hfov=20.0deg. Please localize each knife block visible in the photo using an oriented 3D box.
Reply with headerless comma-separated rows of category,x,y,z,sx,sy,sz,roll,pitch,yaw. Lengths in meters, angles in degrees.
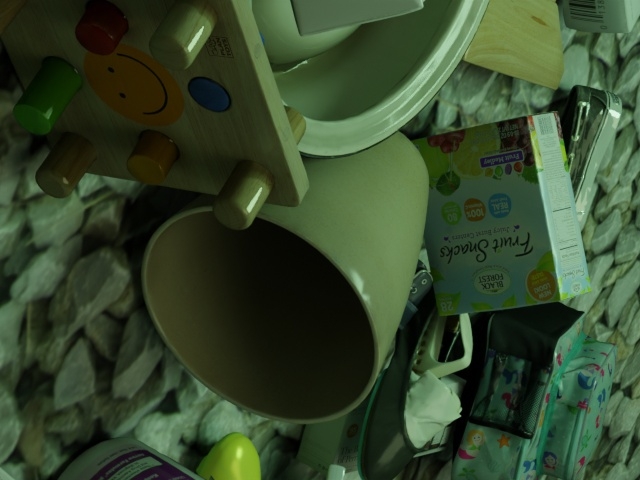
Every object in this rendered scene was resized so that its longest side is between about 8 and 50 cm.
knife block,0.155,-0.230,1.995,0.242,0.088,0.276,-42,139,-28

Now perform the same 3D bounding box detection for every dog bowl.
dog bowl,0.003,-0.291,1.710,0.408,0.150,0.408,-28,130,-39

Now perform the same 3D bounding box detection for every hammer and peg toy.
hammer and peg toy,-0.157,-0.171,1.476,0.127,0.266,0.361,-61,149,-34

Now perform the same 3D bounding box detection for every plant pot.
plant pot,0.000,0.000,1.827,0.274,0.256,0.256,-51,145,-45

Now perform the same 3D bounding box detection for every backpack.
backpack,0.264,0.214,2.311,0.225,0.191,0.253,-29,140,-68

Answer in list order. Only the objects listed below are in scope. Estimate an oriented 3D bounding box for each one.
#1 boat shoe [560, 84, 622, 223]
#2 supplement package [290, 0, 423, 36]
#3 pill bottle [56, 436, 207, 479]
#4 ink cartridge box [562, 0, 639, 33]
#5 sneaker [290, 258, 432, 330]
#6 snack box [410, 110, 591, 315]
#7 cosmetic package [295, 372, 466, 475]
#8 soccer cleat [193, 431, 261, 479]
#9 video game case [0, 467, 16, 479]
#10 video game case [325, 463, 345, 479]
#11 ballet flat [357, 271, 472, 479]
boat shoe,0.306,-0.092,2.295,0.070,0.078,0.219,14,105,-19
supplement package,0.012,-0.268,1.466,0.105,0.105,0.179,-13,105,1
pill bottle,-0.123,0.326,1.782,0.169,0.301,0.169,-29,131,-39
ink cartridge box,0.375,-0.483,2.163,0.385,0.091,0.308,-60,148,-37
sneaker,0.035,0.066,2.004,0.163,0.086,0.226,-53,154,1
snack box,0.198,-0.028,2.033,0.070,0.174,0.207,-14,92,-48
cosmetic package,0.077,0.214,2.183,0.239,0.060,0.099,-5,113,-51
soccer cleat,-0.088,0.345,1.995,0.093,0.121,0.289,-18,124,-45
video game case,-0.344,0.273,1.711,0.143,0.019,0.157,-54,144,-14
video game case,0.000,0.368,2.079,0.201,0.023,0.183,97,4,-69
ballet flat,0.118,0.154,2.091,0.095,0.096,0.280,51,46,-47
